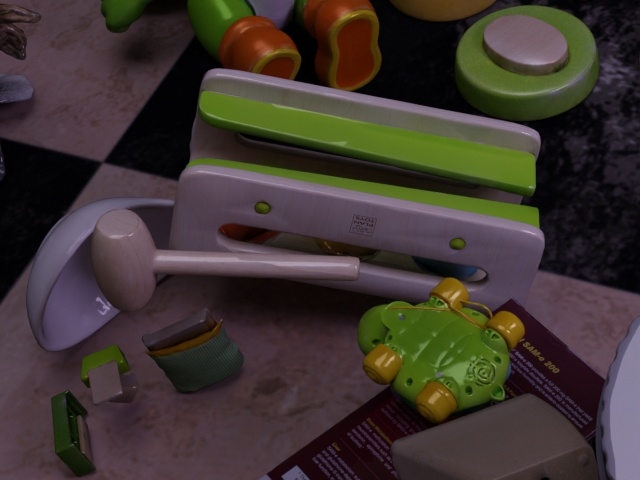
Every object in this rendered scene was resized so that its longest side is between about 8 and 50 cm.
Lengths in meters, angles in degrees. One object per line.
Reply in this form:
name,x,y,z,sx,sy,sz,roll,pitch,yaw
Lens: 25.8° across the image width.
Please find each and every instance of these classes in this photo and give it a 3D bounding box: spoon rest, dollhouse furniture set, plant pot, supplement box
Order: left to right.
spoon rest,-0.143,-0.010,1.151,0.084,0.137,0.276,28,46,14
dollhouse furniture set,-0.130,0.117,1.061,0.151,0.076,0.058,-24,46,4
supplement box,0.089,0.160,0.978,0.239,0.073,0.130,-33,51,-16
plant pot,0.122,0.166,0.864,0.109,0.109,0.096,-16,5,-19

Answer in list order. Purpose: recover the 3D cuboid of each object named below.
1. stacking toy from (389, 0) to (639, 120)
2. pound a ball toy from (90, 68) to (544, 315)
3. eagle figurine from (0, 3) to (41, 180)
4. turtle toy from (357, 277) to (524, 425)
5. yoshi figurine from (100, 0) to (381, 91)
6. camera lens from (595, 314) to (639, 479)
stacking toy,0.221,-0.264,1.284,0.309,0.130,0.279,-15,48,-1
pound a ball toy,0.000,0.000,1.052,0.319,0.136,0.208,10,45,-3
eagle figurine,-0.394,-0.092,1.254,0.298,0.225,0.226,-68,19,-5
turtle toy,0.076,0.078,0.958,0.095,0.066,0.130,-42,52,-20
yoshi figurine,-0.104,-0.251,1.343,0.203,0.203,0.362,-45,60,14
camera lens,0.279,0.139,0.802,0.219,0.274,0.219,-8,65,17
